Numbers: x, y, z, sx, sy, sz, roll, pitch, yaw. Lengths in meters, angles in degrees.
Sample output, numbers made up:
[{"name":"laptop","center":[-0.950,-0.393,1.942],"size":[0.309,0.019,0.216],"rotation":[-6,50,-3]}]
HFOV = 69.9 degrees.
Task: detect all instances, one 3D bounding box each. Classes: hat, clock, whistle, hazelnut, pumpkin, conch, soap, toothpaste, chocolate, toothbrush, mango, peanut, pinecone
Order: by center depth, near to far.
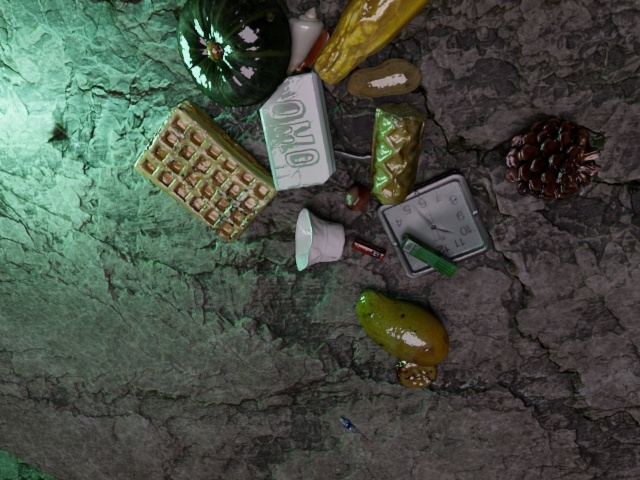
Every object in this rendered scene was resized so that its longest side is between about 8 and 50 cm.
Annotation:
[{"name":"chocolate","center":[0.151,-0.554,1.080],"size":[0.162,0.162,0.445],"rotation":[42,116,-13]},{"name":"pumpkin","center":[-0.206,-0.485,1.135],"size":[0.300,0.207,0.301],"rotation":[15,121,26]},{"name":"pinecone","center":[0.594,-0.204,1.165],"size":[0.221,0.221,0.222],"rotation":[3,117,7]},{"name":"conch","center":[-0.039,-0.503,1.173],"size":[0.094,0.104,0.176],"rotation":[26,124,25]},{"name":"peanut","center":[0.164,-0.420,1.187],"size":[0.193,0.083,0.094],"rotation":[-2,115,10]},{"name":"soap","center":[-0.062,-0.295,1.252],"size":[0.172,0.095,0.290],"rotation":[-7,106,10]},{"name":"toothbrush","center":[0.020,-0.258,1.320],"size":[0.297,0.031,0.030],"rotation":[10,124,4]},{"name":"hazelnut","center":[0.109,-0.122,1.350],"size":[0.086,0.086,0.087],"rotation":[3,117,7]},{"name":"toothpaste","center":[0.323,0.048,1.366],"size":[0.178,0.037,0.043],"rotation":[30,113,-6]},{"name":"clock","center":[0.336,-0.043,1.367],"size":[0.273,0.049,0.279],"rotation":[-22,111,19]},{"name":"hat","center":[0.000,0.000,1.385],"size":[0.126,0.203,0.203],"rotation":[2,119,-17]},{"name":"mango","center":[0.261,0.288,1.483],"size":[0.329,0.175,0.177],"rotation":[22,73,-3]},{"name":"whistle","center":[0.104,0.723,1.793],"size":[0.033,0.029,0.083],"rotation":[-25,118,35]}]

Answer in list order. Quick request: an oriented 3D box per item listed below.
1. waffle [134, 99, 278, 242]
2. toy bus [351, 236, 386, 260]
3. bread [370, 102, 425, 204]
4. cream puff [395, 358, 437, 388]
[{"name":"waffle","center":[-0.322,-0.198,1.356],"size":[0.376,0.114,0.261],"rotation":[40,112,-11]},{"name":"toy bus","center":[0.152,0.027,1.432],"size":[0.110,0.043,0.031],"rotation":[23,117,-3]},{"name":"bread","center":[0.203,-0.225,1.239],"size":[0.129,0.152,0.268],"rotation":[16,122,23]},{"name":"cream puff","center":[0.332,0.444,1.590],"size":[0.148,0.084,0.149],"rotation":[2,118,4]}]
